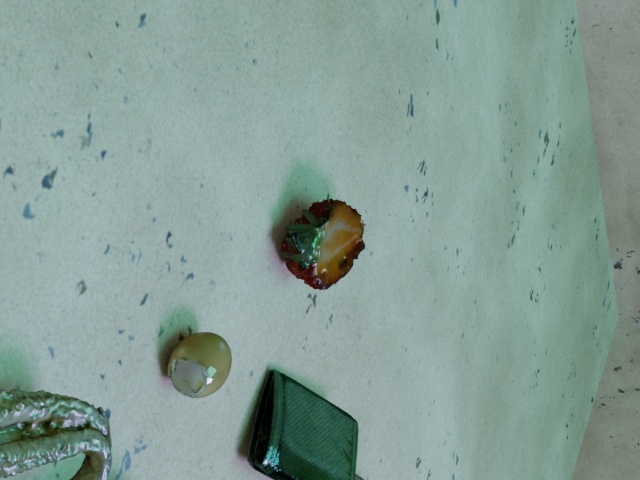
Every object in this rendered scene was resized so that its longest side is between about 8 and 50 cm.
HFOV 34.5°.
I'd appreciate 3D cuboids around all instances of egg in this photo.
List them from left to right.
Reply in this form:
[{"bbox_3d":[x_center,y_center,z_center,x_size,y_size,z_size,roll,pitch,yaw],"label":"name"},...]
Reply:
[{"bbox_3d":[-0.155,0.161,1.352,0.096,0.080,0.080,-37,129,-61],"label":"egg"}]

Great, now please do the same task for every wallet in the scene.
[{"bbox_3d":[-0.020,0.318,1.625,0.236,0.055,0.160,40,51,-43],"label":"wallet"}]

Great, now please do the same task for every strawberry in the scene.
[{"bbox_3d":[-0.002,0.000,1.593,0.192,0.085,0.140,-57,142,-40],"label":"strawberry"}]

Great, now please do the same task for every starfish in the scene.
[{"bbox_3d":[-0.363,0.261,0.932,0.324,0.082,0.432,58,37,-25],"label":"starfish"}]

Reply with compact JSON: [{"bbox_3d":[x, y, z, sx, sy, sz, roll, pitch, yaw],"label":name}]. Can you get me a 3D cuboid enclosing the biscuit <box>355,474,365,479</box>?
[{"bbox_3d":[0.018,0.477,1.757,0.325,0.044,0.217,48,41,-53],"label":"biscuit"}]
